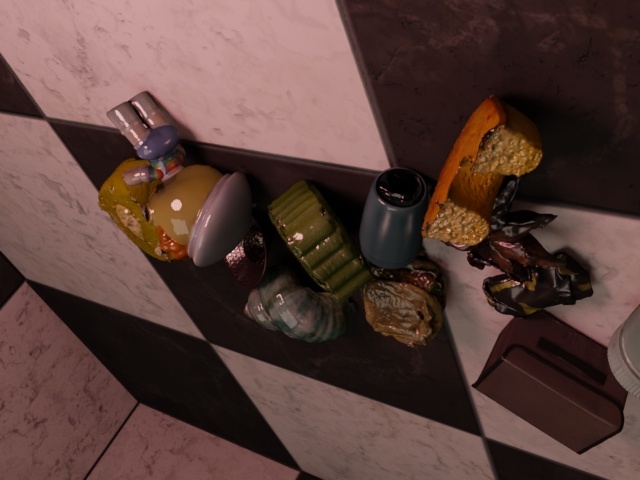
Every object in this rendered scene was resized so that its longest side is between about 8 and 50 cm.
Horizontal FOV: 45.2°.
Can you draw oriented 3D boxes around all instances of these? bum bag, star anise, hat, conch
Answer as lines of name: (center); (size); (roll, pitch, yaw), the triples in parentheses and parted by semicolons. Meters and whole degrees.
bum bag: (0.387, 0.087, 1.385); (0.107, 0.060, 0.232); (47, 147, -8)
star anise: (0.274, -0.014, 1.282); (0.272, 0.102, 0.272); (32, 149, 23)
hat: (-0.149, 0.011, 1.793); (0.193, 0.082, 0.193); (16, 110, 51)
conch: (-0.063, 0.153, 1.845); (0.277, 0.195, 0.220); (-9, 166, 18)

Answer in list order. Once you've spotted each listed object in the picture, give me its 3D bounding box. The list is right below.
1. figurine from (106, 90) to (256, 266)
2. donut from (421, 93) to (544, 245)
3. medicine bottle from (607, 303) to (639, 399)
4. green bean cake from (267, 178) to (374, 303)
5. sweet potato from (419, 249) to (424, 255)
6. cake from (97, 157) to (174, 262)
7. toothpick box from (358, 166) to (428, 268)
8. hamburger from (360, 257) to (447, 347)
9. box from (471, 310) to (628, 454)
figurine: (-0.298, -0.121, 1.581); (0.382, 0.224, 0.205); (45, 146, -20)
donut: (0.241, -0.118, 1.137); (0.101, 0.152, 0.259); (19, 141, -4)
medicine bottle: (0.569, 0.124, 1.160); (0.158, 0.158, 0.318); (27, 151, 11)
green bean cake: (0.000, 0.000, 1.501); (0.200, 0.113, 0.214); (53, -179, -26)
sweet potato: (0.161, 0.013, 1.528); (0.095, 0.034, 0.034); (12, 147, 14)
cake: (-0.410, -0.074, 1.847); (0.179, 0.156, 0.260); (-8, 131, 41)
toothpick box: (0.133, -0.043, 1.382); (0.120, 0.120, 0.184); (25, 147, 15)
hamburger: (0.173, 0.110, 1.594); (0.183, 0.130, 0.206); (12, 130, 21)
box: (0.457, 0.270, 1.505); (0.252, 0.153, 0.188); (30, 150, 7)
